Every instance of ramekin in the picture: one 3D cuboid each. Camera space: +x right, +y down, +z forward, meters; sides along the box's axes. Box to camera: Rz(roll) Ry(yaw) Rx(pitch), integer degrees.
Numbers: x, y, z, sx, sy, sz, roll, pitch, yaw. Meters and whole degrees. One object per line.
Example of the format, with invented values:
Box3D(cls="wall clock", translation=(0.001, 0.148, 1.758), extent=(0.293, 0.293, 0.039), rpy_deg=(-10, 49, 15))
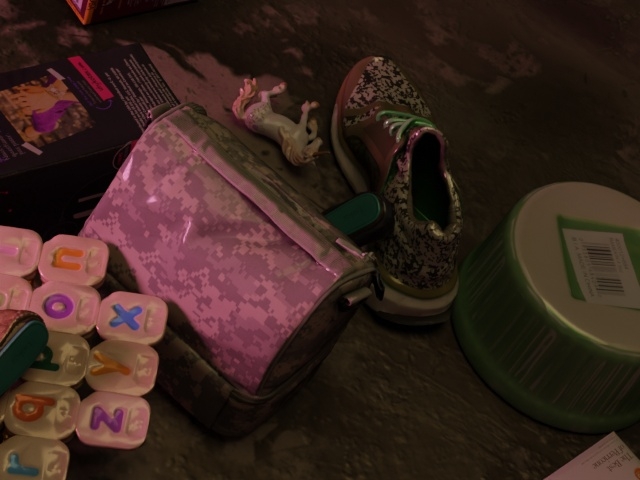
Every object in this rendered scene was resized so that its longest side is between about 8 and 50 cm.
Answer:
Box3D(cls="ramekin", translation=(0.327, 0.071, 1.655), extent=(0.303, 0.148, 0.303), rpy_deg=(11, 50, -14))

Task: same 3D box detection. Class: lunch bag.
Box3D(cls="lunch bag", translation=(-0.099, 0.025, 1.446), extent=(0.305, 0.256, 0.212), rpy_deg=(43, 50, 13))

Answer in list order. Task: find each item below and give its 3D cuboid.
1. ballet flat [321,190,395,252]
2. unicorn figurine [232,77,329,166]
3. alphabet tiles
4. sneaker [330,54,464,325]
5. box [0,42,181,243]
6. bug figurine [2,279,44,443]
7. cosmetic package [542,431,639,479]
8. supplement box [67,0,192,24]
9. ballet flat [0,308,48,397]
Box3D(cls="ballet flat", translation=(0.000, 0.000, 1.598), extent=(0.074, 0.203, 0.074), rpy_deg=(51, 27, -39))
Box3D(cls="unicorn figurine", translation=(-0.043, -0.149, 1.751), extent=(0.162, 0.060, 0.111), rpy_deg=(18, 47, 14))
Box3D(cls="alphabet tiles", translation=(-0.299, 0.115, 1.328), extent=(0.278, 0.021, 0.284), rpy_deg=(8, 59, -3))
Box3D(cls="sneaker", translation=(0.122, -0.101, 1.687), extent=(0.158, 0.182, 0.410), rpy_deg=(5, 52, -19))
Box3D(cls="box", translation=(-0.302, -0.098, 1.523), extent=(0.270, 0.165, 0.143), rpy_deg=(-19, 62, -32))
Box3D(cls="bug figurine", translation=(-0.355, 0.141, 1.372), extent=(0.216, 0.072, 0.279), rpy_deg=(14, 53, -3))
Box3D(cls="cosmetic package", translation=(0.277, 0.313, 1.500), extent=(0.239, 0.060, 0.099), rpy_deg=(-26, 67, -36))
Box3D(cls="supplement box", translation=(-0.258, -0.372, 1.818), extent=(0.188, 0.081, 0.104), rpy_deg=(-20, 63, -34))
Box3D(cls="ballet flat", translation=(-0.342, 0.144, 1.265), extent=(0.067, 0.073, 0.206), rpy_deg=(17, 51, 35))
